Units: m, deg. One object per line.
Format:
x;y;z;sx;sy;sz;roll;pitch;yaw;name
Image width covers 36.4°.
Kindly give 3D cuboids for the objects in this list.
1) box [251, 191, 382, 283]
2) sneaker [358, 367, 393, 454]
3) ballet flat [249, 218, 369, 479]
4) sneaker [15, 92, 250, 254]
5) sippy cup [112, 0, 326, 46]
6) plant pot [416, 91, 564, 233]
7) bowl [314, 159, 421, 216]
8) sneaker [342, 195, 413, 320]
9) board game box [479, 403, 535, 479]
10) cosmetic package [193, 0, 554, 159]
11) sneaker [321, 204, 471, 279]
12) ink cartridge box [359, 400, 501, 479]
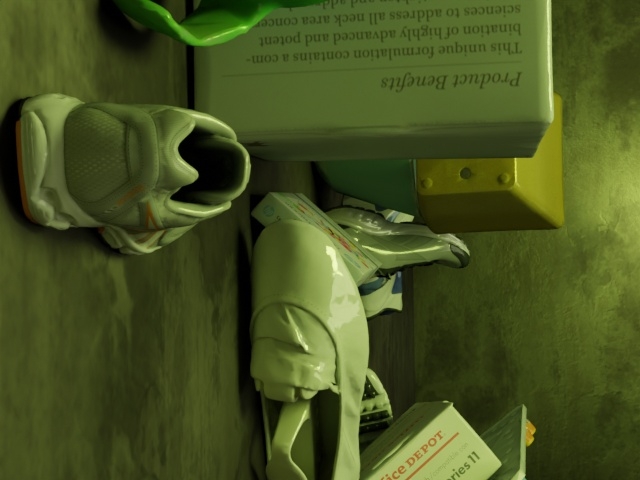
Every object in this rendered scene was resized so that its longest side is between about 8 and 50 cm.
0.000;0.000;1.182;0.038;0.145;0.186;-50;173;9;box
0.064;0.320;1.624;0.118;0.110;0.292;-101;-175;-58;sneaker
-0.020;0.172;1.097;0.139;0.139;0.400;-75;163;-57;ballet flat
-0.098;-0.039;0.664;0.262;0.121;0.099;0;90;-80;sneaker
-0.055;-0.312;0.706;0.224;0.240;0.305;9;71;-68;sippy cup
0.236;-0.128;1.438;0.187;0.212;0.212;14;75;-65;plant pot
0.077;-0.188;1.534;0.311;0.163;0.311;-1;90;-79;bowl
0.094;0.033;1.766;0.315;0.127;0.182;-68;160;-49;sneaker
0.165;0.422;1.445;0.050;0.390;0.390;49;12;5;board game box
0.065;-0.288;1.011;0.327;0.329;0.393;-3;93;-80;cosmetic package
0.119;0.019;1.580;0.100;0.272;0.108;165;-67;-65;sneaker
0.124;0.334;1.369;0.119;0.207;0.353;49;-8;6;ink cartridge box
